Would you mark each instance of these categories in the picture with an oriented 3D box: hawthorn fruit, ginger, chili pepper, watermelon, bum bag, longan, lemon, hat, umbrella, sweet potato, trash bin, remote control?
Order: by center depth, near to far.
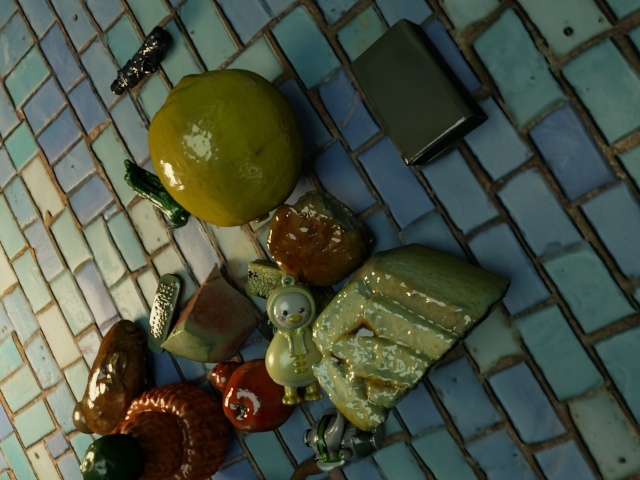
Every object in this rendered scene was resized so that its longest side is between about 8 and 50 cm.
[{"bbox_3d":[0.186,-0.289,1.307,0.164,0.122,0.240,-38,77,28],"label":"trash bin"},{"bbox_3d":[-0.196,-0.196,1.413,0.348,0.348,0.348,4,99,28],"label":"lemon"},{"bbox_3d":[-0.142,0.362,1.546,0.189,0.189,0.189,4,99,28],"label":"hawthorn fruit"},{"bbox_3d":[-0.070,0.239,1.560,0.197,0.049,0.087,40,109,18],"label":"bum bag"},{"bbox_3d":[-0.029,0.556,1.587,0.214,0.050,0.050,-45,76,30],"label":"sweet potato"},{"bbox_3d":[-0.418,0.521,1.594,0.285,0.400,0.285,7,105,27],"label":"hat"},{"bbox_3d":[-0.284,0.195,1.603,0.193,0.232,0.310,47,160,13],"label":"watermelon"},{"bbox_3d":[-0.229,0.345,1.644,0.093,0.093,0.093,4,99,28],"label":"hawthorn fruit"},{"bbox_3d":[-0.408,-0.117,1.663,0.257,0.100,0.074,35,106,23],"label":"chili pepper"},{"bbox_3d":[-0.454,-0.440,1.666,0.224,0.080,0.071,-35,115,31],"label":"umbrella"},{"bbox_3d":[-0.411,0.193,1.743,0.072,0.042,0.222,22,106,24],"label":"remote control"},{"bbox_3d":[-0.542,0.382,1.775,0.172,0.165,0.321,27,102,61],"label":"ginger"},{"bbox_3d":[-0.659,0.499,1.893,0.113,0.092,0.113,-4,82,31],"label":"longan"}]

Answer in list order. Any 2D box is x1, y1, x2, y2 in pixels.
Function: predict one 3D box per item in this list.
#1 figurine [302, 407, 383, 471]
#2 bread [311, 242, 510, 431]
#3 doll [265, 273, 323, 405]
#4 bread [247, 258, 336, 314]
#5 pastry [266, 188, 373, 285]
[{"bbox_3d":[0.044,0.445,1.493,0.192,0.126,0.147,-13,50,29],"label":"figurine"},{"bbox_3d":[0.151,0.149,1.318,0.264,0.239,0.395,45,114,16],"label":"bread"},{"bbox_3d":[-0.056,0.216,1.432,0.141,0.117,0.296,-8,112,-2],"label":"doll"},{"bbox_3d":[-0.068,0.110,1.540,0.226,0.049,0.088,12,102,26],"label":"bread"},{"bbox_3d":[0.000,0.000,1.430,0.229,0.100,0.218,9,118,11],"label":"pastry"}]
